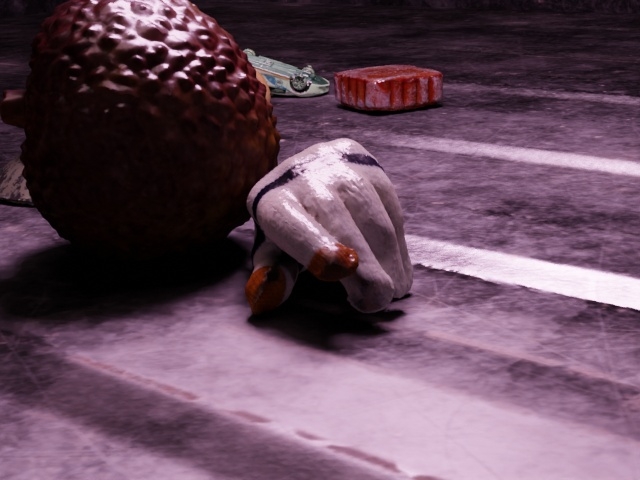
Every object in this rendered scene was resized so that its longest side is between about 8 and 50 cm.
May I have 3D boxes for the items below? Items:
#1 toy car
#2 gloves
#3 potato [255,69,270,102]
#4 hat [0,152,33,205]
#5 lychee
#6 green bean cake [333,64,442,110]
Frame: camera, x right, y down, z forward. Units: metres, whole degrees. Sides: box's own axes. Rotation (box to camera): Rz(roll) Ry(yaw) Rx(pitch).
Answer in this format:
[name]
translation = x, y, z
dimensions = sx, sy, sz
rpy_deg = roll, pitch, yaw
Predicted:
[toy car]
translation = -0.077, -0.268, 2.061
dimensions = 0.186, 0.058, 0.093
rpy_deg = 18, 18, 3
[gloves]
translation = 0.002, -0.015, 1.030
dimensions = 0.140, 0.131, 0.218
rpy_deg = -6, 7, -3
[potato]
translation = -0.141, -0.200, 1.745
dimensions = 0.109, 0.118, 0.178
rpy_deg = 45, 22, 21
[hat]
translation = -0.281, -0.130, 1.490
dimensions = 0.265, 0.128, 0.265
rpy_deg = -6, 17, 2
[lychee]
translation = -0.161, -0.103, 1.145
dimensions = 0.260, 0.260, 0.260
rpy_deg = -3, 16, 1
[green bean cake]
translation = 0.103, -0.231, 1.901
dimensions = 0.135, 0.056, 0.136
rpy_deg = -13, 18, -27
